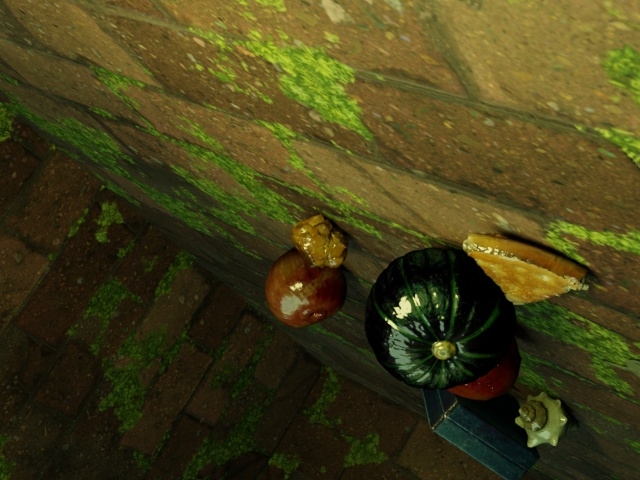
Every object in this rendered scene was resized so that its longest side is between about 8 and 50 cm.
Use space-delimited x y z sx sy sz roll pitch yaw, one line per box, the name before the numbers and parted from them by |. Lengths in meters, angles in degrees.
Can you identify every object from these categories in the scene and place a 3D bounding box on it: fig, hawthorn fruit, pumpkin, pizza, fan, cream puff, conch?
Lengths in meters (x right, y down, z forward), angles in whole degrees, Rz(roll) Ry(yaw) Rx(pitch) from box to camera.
fig | -0.036 0.101 2.119 0.205 0.205 0.205 30 168 7
hawthorn fruit | 0.310 0.228 1.769 0.235 0.181 0.181 30 169 -19
pumpkin | 0.192 0.112 1.517 0.248 0.248 0.248 30 168 7
pizza | 0.294 0.046 1.328 0.185 0.052 0.195 21 162 15
fan | 0.542 0.223 1.539 0.113 0.005 0.175 39 167 -31
cream puff | 0.000 0.000 1.808 0.122 0.094 0.116 52 173 22
conch | 0.524 0.438 2.163 0.137 0.114 0.234 -7 142 23

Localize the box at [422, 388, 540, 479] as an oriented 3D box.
box | 0.388 0.436 2.281 0.261 0.116 0.279 36 -166 -11
